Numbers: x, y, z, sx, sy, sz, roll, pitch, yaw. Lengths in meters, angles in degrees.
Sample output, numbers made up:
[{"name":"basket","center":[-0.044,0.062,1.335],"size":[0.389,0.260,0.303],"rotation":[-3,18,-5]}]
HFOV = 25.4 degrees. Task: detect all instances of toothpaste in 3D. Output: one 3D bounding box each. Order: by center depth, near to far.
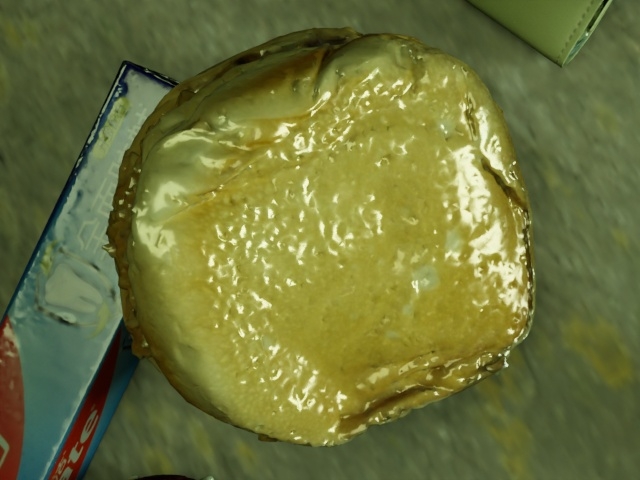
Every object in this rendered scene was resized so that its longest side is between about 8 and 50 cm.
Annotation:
[{"name":"toothpaste","center":[-0.138,0.062,0.769],"size":[0.066,0.076,0.320],"rotation":[25,93,9]}]

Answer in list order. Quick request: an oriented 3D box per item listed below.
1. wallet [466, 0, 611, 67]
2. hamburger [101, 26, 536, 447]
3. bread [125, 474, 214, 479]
[{"name":"wallet","center":[0.091,-0.175,0.731],"size":[0.155,0.039,0.110],"rotation":[38,136,11]},{"name":"hamburger","center":[-0.001,-0.001,0.690],"size":[0.214,0.108,0.213],"rotation":[-3,101,-15]},{"name":"bread","center":[-0.087,0.202,0.745],"size":[0.160,0.073,0.160],"rotation":[0,92,2]}]
